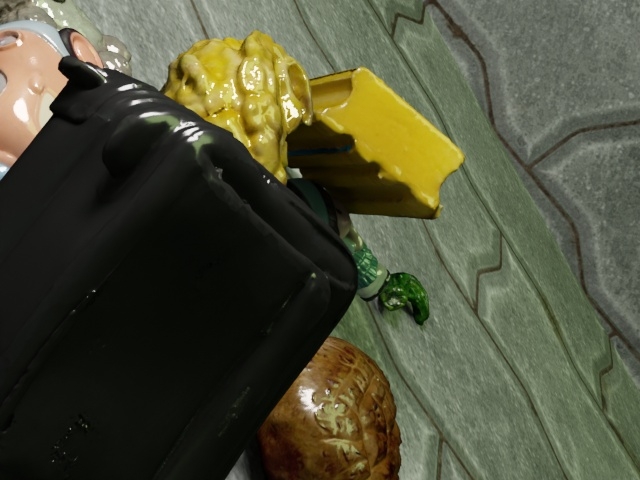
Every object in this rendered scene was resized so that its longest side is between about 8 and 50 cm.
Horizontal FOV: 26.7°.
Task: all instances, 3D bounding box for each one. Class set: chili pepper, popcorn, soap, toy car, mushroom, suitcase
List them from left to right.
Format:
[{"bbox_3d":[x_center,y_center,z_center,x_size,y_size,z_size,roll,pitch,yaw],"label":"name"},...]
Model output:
[{"bbox_3d":[-0.253,-0.047,1.198,0.270,0.181,0.212,54,18,-23],"label":"toy car"},{"bbox_3d":[-0.156,0.076,1.082,0.188,0.345,0.339,28,-12,41],"label":"suitcase"},{"bbox_3d":[-0.113,-0.140,1.623,0.190,0.250,0.250,11,44,-19],"label":"popcorn"},{"bbox_3d":[0.012,0.228,1.536,0.253,0.153,0.253,-7,90,-76],"label":"mushroom"},{"bbox_3d":[0.041,-0.125,1.787,0.204,0.096,0.324,40,-11,-18],"label":"soap"},{"bbox_3d":[0.134,0.089,2.178,0.073,0.050,0.182,63,16,20],"label":"chili pepper"}]

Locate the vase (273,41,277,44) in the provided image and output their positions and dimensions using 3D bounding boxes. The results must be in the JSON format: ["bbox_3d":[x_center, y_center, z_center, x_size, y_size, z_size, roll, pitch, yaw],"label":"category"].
[{"bbox_3d":[-0.099,-0.252,1.992,0.086,0.086,0.214,59,16,-10],"label":"vase"}]

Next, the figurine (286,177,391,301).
[{"bbox_3d":[0.000,0.000,1.888,0.138,0.110,0.245,27,-13,42],"label":"figurine"}]

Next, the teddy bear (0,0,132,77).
[{"bbox_3d":[-0.305,-0.225,1.356,0.267,0.151,0.236,58,0,-20],"label":"teddy bear"}]
